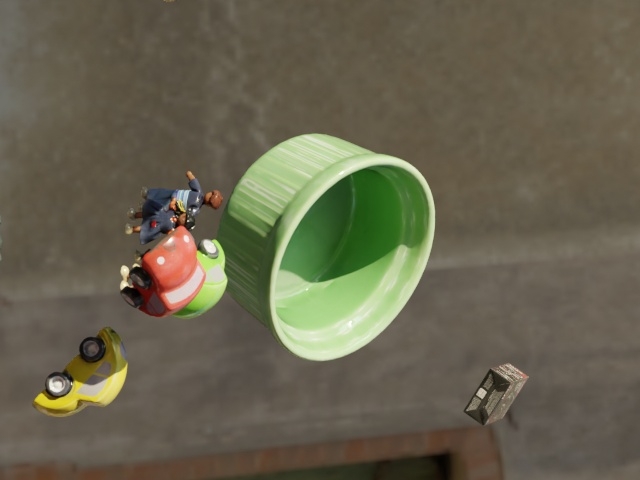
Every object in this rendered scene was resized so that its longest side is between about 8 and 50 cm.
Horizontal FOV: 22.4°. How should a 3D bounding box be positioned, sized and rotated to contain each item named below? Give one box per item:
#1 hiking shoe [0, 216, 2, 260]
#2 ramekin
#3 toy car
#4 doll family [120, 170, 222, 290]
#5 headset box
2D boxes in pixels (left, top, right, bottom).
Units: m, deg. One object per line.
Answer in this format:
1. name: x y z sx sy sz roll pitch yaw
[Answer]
1. hiking shoe: -0.313 0.071 1.114 0.132 0.113 0.304 -22 -134 39
2. ramekin: 0.000 0.000 2.234 0.148 0.303 0.303 31 -52 40
3. toy car: -0.139 0.059 1.464 0.053 0.225 0.239 44 -61 5
4. doll family: -0.191 -0.004 2.115 0.076 0.111 0.193 33 57 -65
5. headset box: 0.205 0.178 1.878 0.032 0.083 0.062 36 -77 20
